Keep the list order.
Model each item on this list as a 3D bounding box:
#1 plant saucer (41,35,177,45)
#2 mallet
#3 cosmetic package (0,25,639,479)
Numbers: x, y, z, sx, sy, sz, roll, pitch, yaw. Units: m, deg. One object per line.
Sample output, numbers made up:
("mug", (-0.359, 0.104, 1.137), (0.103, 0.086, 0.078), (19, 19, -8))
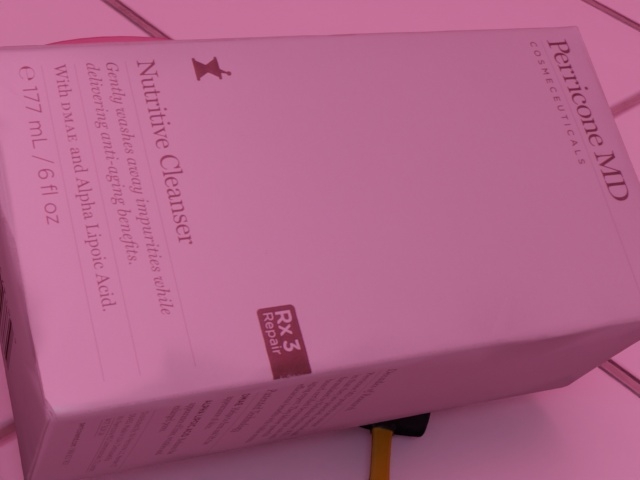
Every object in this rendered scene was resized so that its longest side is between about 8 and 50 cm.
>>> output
("plant saucer", (-0.135, -0.042, 0.856), (0.332, 0.084, 0.332), (7, 39, -5))
("mallet", (0.046, 0.163, 0.695), (0.062, 0.039, 0.190), (7, 44, -9))
("cosmetic package", (0.000, 0.000, 0.670), (0.385, 0.156, 0.217), (-9, 69, -22))
